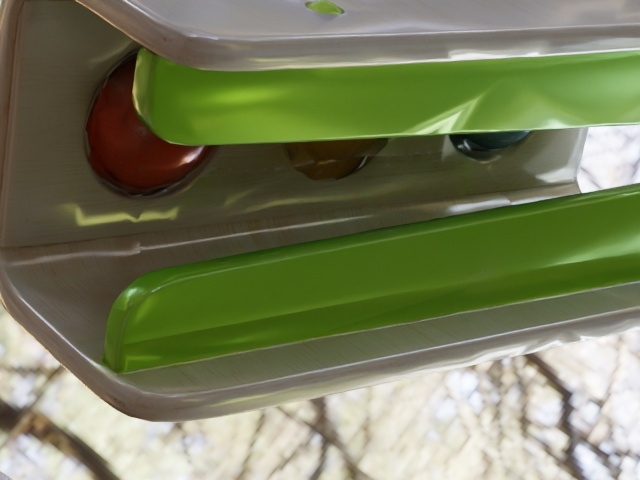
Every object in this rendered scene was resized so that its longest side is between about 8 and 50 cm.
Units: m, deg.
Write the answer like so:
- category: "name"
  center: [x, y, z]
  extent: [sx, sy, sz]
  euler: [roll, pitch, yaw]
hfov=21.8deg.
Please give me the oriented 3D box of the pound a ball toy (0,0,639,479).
- category: "pound a ball toy"
  center: [0.000, 0.000, 0.588]
  extent: [0.136, 0.319, 0.208]
  euler: [35, -56, 46]
